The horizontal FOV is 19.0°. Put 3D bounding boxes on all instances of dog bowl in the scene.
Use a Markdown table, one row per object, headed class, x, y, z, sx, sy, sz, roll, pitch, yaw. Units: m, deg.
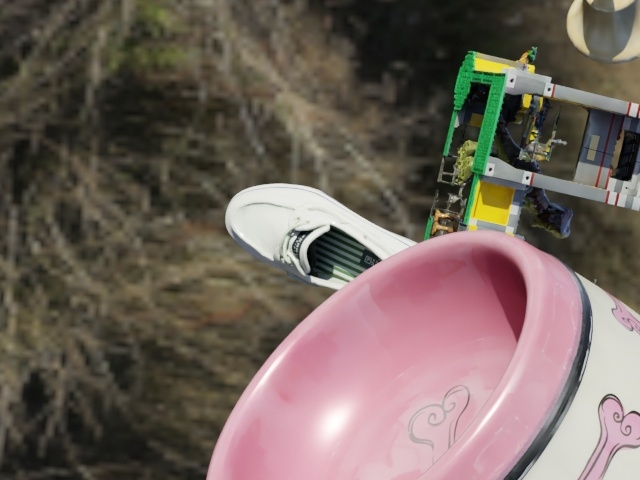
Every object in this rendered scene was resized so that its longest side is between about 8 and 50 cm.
| class | x | y | z | sx | sy | sz | roll | pitch | yaw |
| --- | --- | --- | --- | --- | --- | --- | --- | --- | --- |
| dog bowl | 0.078 | 0.162 | 1.518 | 0.150 | 0.408 | 0.408 | 48 | 43 | -24 |

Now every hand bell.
| class | x | y | z | sx | sy | sz | roll | pitch | yaw |
| --- | --- | --- | --- | --- | --- | --- | --- | --- | --- |
| hand bell | 0.352 | -0.331 | 2.337 | 0.242 | 0.126 | 0.126 | 65 | 34 | -61 |

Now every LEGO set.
| class | x | y | z | sx | sy | sz | roll | pitch | yaw |
| --- | --- | --- | --- | --- | --- | --- | --- | --- | --- |
| LEGO set | 0.218 | -0.025 | 1.836 | 0.255 | 0.192 | 0.331 | 166 | -64 | -80 |

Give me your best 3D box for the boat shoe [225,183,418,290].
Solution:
| class | x | y | z | sx | sy | sz | roll | pitch | yaw |
| --- | --- | --- | --- | --- | --- | --- | --- | --- | --- |
| boat shoe | 0.000 | 0.000 | 1.768 | 0.076 | 0.226 | 0.083 | -7 | 110 | -62 |
